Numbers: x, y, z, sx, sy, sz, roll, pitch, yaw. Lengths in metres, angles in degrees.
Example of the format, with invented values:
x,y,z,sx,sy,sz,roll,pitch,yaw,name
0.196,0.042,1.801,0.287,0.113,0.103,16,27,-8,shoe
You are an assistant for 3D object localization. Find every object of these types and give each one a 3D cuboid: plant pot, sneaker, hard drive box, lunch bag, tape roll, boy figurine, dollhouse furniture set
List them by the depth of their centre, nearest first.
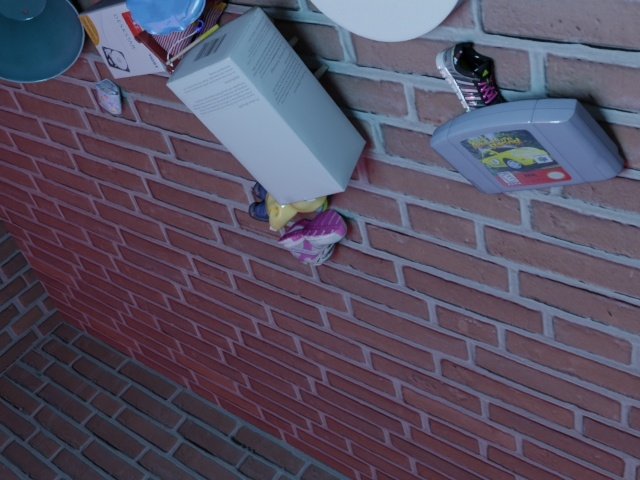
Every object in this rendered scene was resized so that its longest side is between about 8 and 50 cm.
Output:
x,y,z,sx,sy,sz,roll,pitch,yaw,name
0.084,-0.513,1.203,0.392,0.072,0.392,29,146,23,tape roll
0.273,-0.272,1.278,0.170,0.063,0.075,50,154,-2,sneaker
-0.194,-0.395,1.567,0.374,0.152,0.201,43,148,1,dollhouse furniture set
-0.079,-0.111,1.750,0.092,0.177,0.285,16,169,-26,boy figurine
-0.455,-0.500,1.796,0.232,0.089,0.181,5,132,45,hard drive box
0.000,0.000,1.873,0.111,0.103,0.252,49,154,-16,sneaker
-0.776,-0.585,1.921,0.290,0.290,0.195,90,161,-49,plant pot
-0.589,-0.403,2.089,0.083,0.053,0.071,39,147,26,lunch bag

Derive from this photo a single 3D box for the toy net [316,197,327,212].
x,y,z,sx,sy,sz,roll,pitch,yaw,name
-0.009,-0.166,1.740,0.122,0.045,0.232,64,153,25,toy net

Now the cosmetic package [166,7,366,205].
x,y,z,sx,sy,sz,roll,pitch,yaw,name
-0.099,-0.249,1.475,0.197,0.155,0.365,-8,137,40,cosmetic package

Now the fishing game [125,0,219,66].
x,y,z,sx,sy,sz,roll,pitch,yaw,name
-0.293,-0.487,1.417,0.189,0.041,0.264,-34,88,23,fishing game

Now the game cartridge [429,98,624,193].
x,y,z,sx,sy,sz,roll,pitch,yaw,name
0.341,-0.160,1.281,0.196,0.060,0.294,39,154,-31,game cartridge
